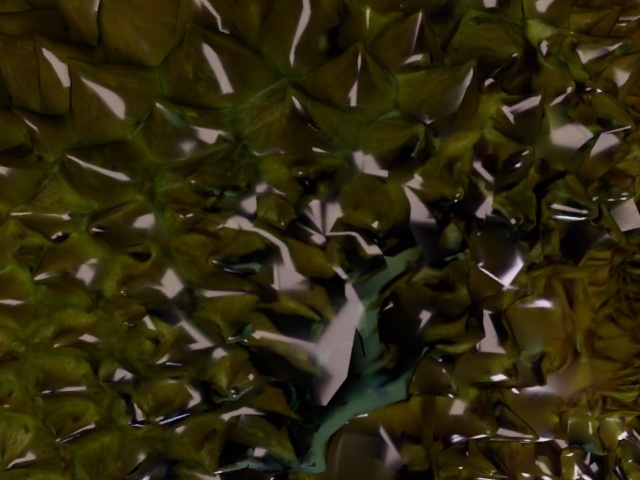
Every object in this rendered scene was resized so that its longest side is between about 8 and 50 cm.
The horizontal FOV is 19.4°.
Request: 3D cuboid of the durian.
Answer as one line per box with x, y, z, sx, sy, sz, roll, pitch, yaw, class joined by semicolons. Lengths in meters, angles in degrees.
0.000;0.000;0.557;0.291;0.224;0.291;-1;107;-3;durian
